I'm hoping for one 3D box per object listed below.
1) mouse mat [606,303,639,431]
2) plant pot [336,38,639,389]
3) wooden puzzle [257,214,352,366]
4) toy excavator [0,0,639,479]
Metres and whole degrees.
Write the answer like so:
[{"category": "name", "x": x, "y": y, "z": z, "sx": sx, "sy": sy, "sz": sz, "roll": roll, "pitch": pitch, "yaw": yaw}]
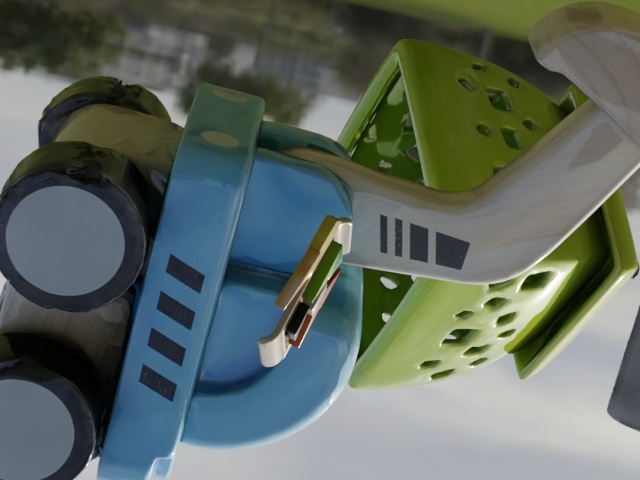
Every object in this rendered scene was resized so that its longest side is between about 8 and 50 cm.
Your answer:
[{"category": "mouse mat", "x": 0.229, "y": 0.080, "z": 0.893, "sx": 0.152, "sy": 0.007, "sz": 0.190, "roll": 20, "pitch": 152, "yaw": 12}, {"category": "plant pot", "x": 0.137, "y": -0.012, "z": 1.504, "sx": 0.207, "sy": 0.228, "sz": 0.227, "roll": 6, "pitch": 145, "yaw": -21}, {"category": "wooden puzzle", "x": -0.005, "y": 0.027, "z": 0.831, "sx": 0.014, "sy": 0.079, "sz": 0.116, "roll": 31, "pitch": 175, "yaw": 7}, {"category": "toy excavator", "x": 0.000, "y": 0.000, "z": 1.243, "sx": 0.445, "sy": 0.433, "sz": 0.222, "roll": 15, "pitch": -160, "yaw": -5}]
